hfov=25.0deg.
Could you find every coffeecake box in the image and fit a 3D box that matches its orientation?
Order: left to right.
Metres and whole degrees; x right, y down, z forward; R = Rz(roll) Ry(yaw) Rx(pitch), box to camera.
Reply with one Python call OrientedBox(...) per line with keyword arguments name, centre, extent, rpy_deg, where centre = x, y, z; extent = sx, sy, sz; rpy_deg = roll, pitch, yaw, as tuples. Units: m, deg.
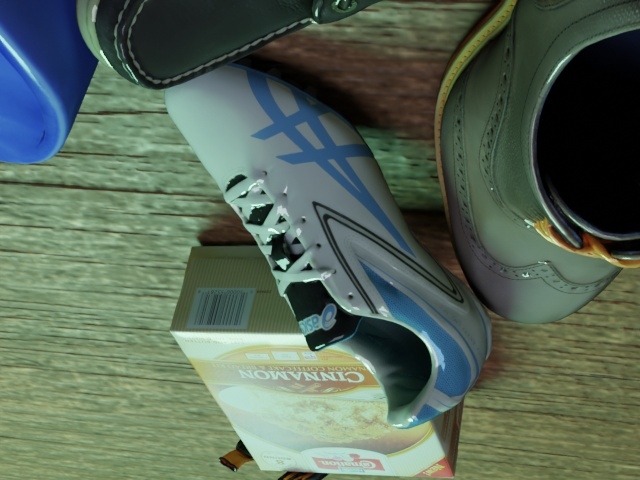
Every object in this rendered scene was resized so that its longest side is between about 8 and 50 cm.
OrientedBox(name="coffeecake box", centre=(0.005, 0.081, 0.935), extent=(0.142, 0.068, 0.185), rpy_deg=(-1, 144, 19))

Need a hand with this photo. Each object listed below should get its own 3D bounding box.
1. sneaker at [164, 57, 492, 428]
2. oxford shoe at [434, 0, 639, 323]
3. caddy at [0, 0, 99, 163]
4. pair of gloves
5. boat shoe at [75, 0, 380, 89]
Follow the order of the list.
OrientedBox(name="sneaker", centre=(0.000, 0.000, 0.767), extent=(0.237, 0.086, 0.085), rpy_deg=(48, 142, -10))
OrientedBox(name="oxford shoe", centre=(0.115, -0.038, 0.660), extent=(0.130, 0.133, 0.364), rpy_deg=(10, 149, 3))
OrientedBox(name="caddy", centre=(-0.191, -0.171, 0.529), extent=(0.241, 0.179, 0.341), rpy_deg=(7, 159, 19))
OrientedBox(name="pair of gloves", centre=(-0.022, 0.152, 1.033), extent=(0.083, 0.074, 0.010), rpy_deg=(17, 129, 42))
OrientedBox(name="boat shoe", centre=(0.017, -0.123, 0.518), extent=(0.223, 0.073, 0.080), rpy_deg=(-35, 141, -7))
